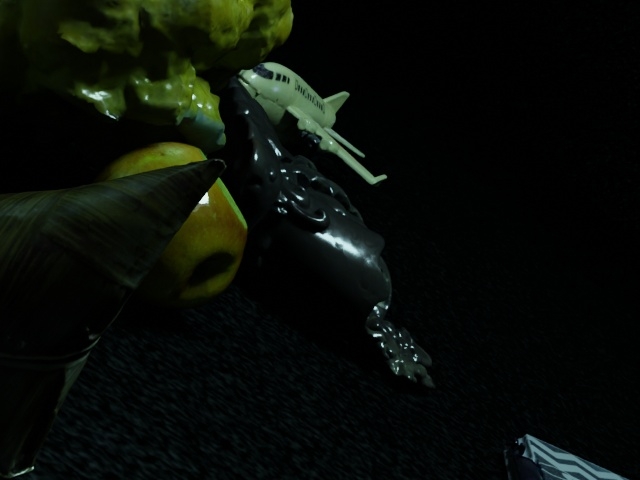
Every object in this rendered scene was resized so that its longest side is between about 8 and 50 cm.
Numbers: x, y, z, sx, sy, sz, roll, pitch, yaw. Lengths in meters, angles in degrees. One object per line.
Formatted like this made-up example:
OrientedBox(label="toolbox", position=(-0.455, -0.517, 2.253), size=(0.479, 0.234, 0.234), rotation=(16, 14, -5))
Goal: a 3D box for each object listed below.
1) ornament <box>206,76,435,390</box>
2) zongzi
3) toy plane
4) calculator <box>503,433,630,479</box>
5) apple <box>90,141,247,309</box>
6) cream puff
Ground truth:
OrientedBox(label="ornament", position=(0.000, 0.000, 1.326), size=(0.260, 0.106, 0.251), rotation=(36, 14, -24))
OrientedBox(label="zongzi", position=(-0.166, -0.009, 0.711), size=(0.187, 0.184, 0.084), rotation=(32, 18, -19))
OrientedBox(label="toy plane", position=(-0.035, -0.134, 1.685), size=(0.229, 0.092, 0.244), rotation=(43, 16, 20))
OrientedBox(label="calculator", position=(0.218, 0.220, 1.173), size=(0.165, 0.028, 0.274), rotation=(23, 15, -4))
OrientedBox(label="apple", position=(-0.101, -0.005, 1.059), size=(0.102, 0.099, 0.114), rotation=(57, -3, 35))
OrientedBox(label="cream puff", position=(-0.139, -0.131, 1.123), size=(0.185, 0.281, 0.282), rotation=(65, 14, -2))
